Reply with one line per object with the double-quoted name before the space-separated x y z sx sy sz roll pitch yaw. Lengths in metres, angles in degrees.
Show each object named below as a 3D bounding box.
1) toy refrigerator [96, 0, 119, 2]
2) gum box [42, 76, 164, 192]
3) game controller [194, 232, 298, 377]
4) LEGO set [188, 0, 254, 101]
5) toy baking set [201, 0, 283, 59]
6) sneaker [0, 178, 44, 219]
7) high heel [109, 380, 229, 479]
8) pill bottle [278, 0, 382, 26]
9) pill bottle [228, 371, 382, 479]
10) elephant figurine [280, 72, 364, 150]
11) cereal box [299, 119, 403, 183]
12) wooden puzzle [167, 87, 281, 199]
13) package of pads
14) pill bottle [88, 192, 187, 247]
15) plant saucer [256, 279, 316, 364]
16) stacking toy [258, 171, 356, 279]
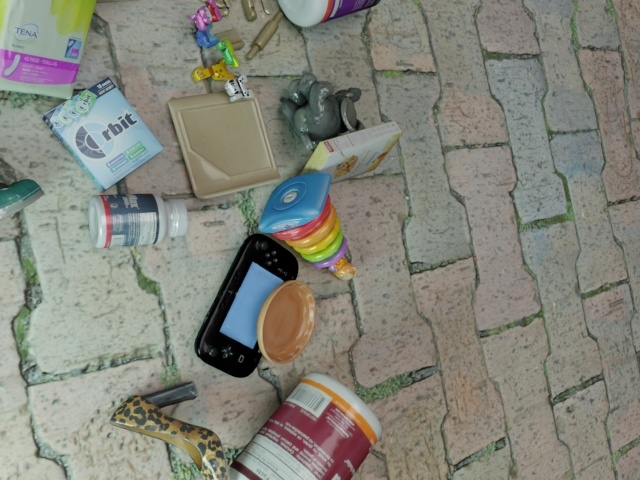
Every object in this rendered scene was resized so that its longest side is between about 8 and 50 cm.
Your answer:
"toy refrigerator" -0.499 -0.545 1.167 0.269 0.094 0.102 -18 95 -32
"gum box" -0.446 -0.220 1.199 0.157 0.041 0.184 -43 106 -27
"game controller" -0.162 0.147 1.325 0.166 0.067 0.319 33 70 -25
"LEGO set" -0.250 -0.413 1.316 0.093 0.087 0.227 -31 108 -27
"toy baking set" -0.183 -0.566 1.399 0.197 0.030 0.256 43 66 -21
"sneaker" -0.655 -0.064 1.018 0.302 0.108 0.121 -28 104 -29
"high heel" -0.300 0.422 1.158 0.186 0.093 0.261 -11 57 -36
"pill bottle" 0.055 -0.666 1.465 0.323 0.181 0.181 -29 100 -30
"pill bottle" -0.062 0.502 1.260 0.392 0.224 0.224 -47 109 -26
"elephant figurine" 0.034 -0.310 1.448 0.239 0.169 0.186 12 108 -46
"cereal box" 0.072 -0.207 1.438 0.240 0.173 0.047 -23 74 -31
"wooden puzzle" -0.221 -0.227 1.342 0.221 0.044 0.239 -18 90 -31
"package of pads" -0.507 -0.407 1.013 0.101 0.229 0.296 22 103 9
"pill bottle" -0.373 -0.043 1.189 0.180 0.108 0.108 -5 88 -32
"plant saucer" -0.083 0.188 1.350 0.200 0.037 0.200 -19 114 -50
"stacking toy" 0.000 0.000 1.402 0.302 0.175 0.166 55 35 -35
